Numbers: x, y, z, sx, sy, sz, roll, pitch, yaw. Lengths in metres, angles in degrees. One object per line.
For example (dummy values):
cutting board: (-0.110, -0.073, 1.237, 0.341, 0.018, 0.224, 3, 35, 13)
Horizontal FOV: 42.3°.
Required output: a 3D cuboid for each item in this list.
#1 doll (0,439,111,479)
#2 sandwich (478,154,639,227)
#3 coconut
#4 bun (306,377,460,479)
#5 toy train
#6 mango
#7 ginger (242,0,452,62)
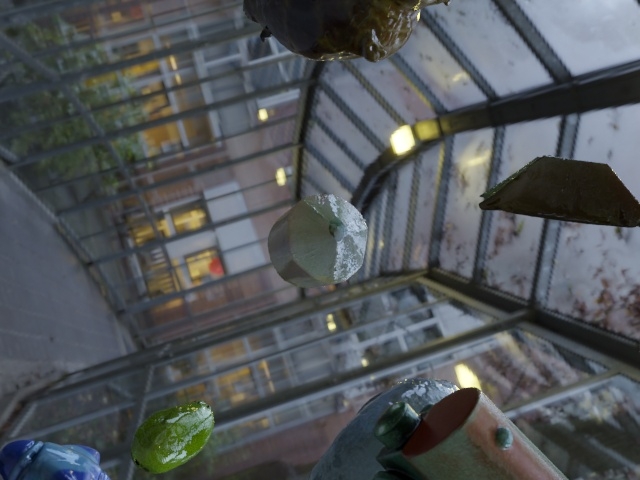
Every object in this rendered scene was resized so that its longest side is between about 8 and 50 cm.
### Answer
doll: (-0.540, 0.513, 1.607, 0.187, 0.365, 0.376, -117, -176, -51)
sandwich: (0.372, -0.077, 1.247, 0.094, 0.258, 0.096, -25, 123, -75)
coconut: (0.000, 0.000, 1.057, 0.122, 0.116, 0.116, -23, -96, 64)
bun: (0.137, 0.395, 1.442, 0.211, 0.362, 0.362, 39, -20, 18)
toy train: (0.173, 0.244, 0.725, 0.285, 0.116, 0.177, 46, -32, -2)
mango: (-0.224, 0.299, 1.291, 0.074, 0.165, 0.091, -37, -92, 41)
ginger: (0.029, -0.358, 1.041, 0.357, 0.152, 0.274, -35, -93, 48)
